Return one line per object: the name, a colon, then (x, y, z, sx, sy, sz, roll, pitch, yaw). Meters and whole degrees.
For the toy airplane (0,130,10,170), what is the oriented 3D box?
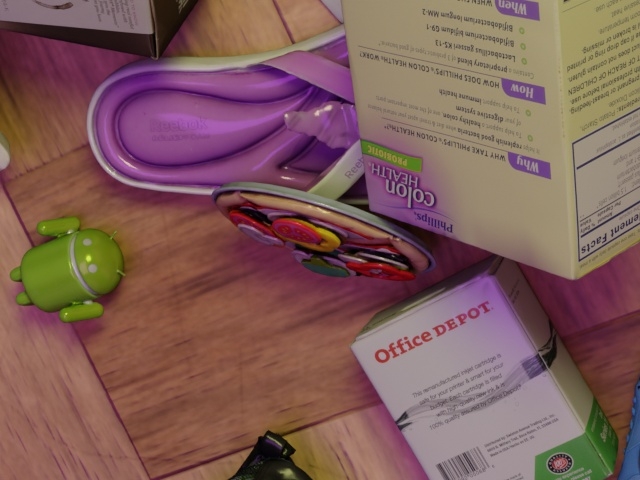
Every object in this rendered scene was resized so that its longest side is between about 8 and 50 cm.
toy airplane: (-0.475, -0.038, 1.295, 0.386, 0.272, 0.384, 19, 140, -11)

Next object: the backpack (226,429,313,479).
backpack: (-0.073, 0.365, 1.364, 0.263, 0.213, 0.276, -33, 97, 33)

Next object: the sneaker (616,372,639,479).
sneaker: (0.299, 0.155, 1.262, 0.082, 0.069, 0.209, 38, 115, 22)

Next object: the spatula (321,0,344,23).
spatula: (0.101, -0.213, 1.234, 0.168, 0.019, 0.242, -42, 91, 22)

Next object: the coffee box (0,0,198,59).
coffee box: (-0.247, -0.268, 1.227, 0.297, 0.168, 0.118, 12, 133, 14)

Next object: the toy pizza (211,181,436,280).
toy pizza: (0.000, 0.000, 1.237, 0.201, 0.201, 0.032, 15, 79, 12)

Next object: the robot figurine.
robot figurine: (-0.237, 0.029, 1.379, 0.115, 0.067, 0.101, -18, 80, 21)

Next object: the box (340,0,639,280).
box: (0.133, -0.124, 1.058, 0.214, 0.117, 0.243, 20, 127, 45)

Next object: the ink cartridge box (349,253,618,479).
ink cartridge box: (0.146, 0.134, 1.284, 0.153, 0.087, 0.208, -28, 97, 22)

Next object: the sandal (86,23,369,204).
sandal: (-0.017, -0.094, 1.253, 0.416, 0.102, 0.169, -7, 108, 20)
